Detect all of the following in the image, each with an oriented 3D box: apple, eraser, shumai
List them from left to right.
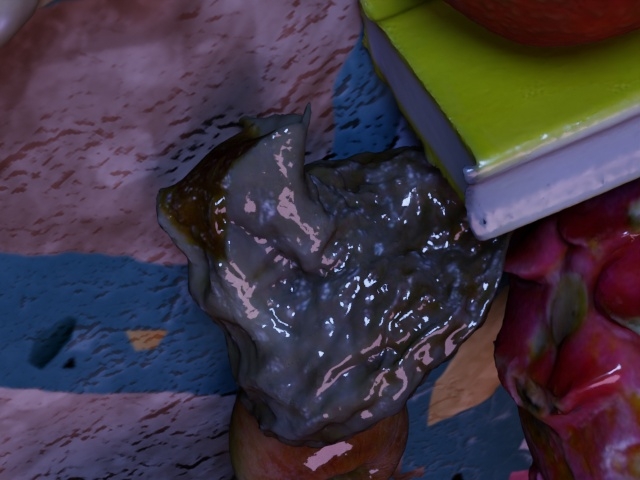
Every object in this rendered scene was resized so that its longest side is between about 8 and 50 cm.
[{"bbox_3d":[-0.005,0.124,0.959,0.126,0.102,0.126,-22,144,-17],"label":"apple"},{"bbox_3d":[0.000,0.000,0.820,0.175,0.166,0.206,43,73,-14],"label":"shumai"},{"bbox_3d":[0.146,-0.107,0.756,0.226,0.158,0.069,-22,138,-8],"label":"eraser"}]

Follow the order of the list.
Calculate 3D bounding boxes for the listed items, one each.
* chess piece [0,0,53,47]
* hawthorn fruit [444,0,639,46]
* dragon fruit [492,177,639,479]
[{"bbox_3d":[-0.195,-0.129,0.576,0.307,0.124,0.138,-11,95,-27],"label":"chess piece"},{"bbox_3d":[0.103,-0.176,0.660,0.197,0.196,0.225,-6,166,-26],"label":"hawthorn fruit"},{"bbox_3d":[0.258,0.009,0.845,0.386,0.371,0.249,-32,105,3],"label":"dragon fruit"}]
